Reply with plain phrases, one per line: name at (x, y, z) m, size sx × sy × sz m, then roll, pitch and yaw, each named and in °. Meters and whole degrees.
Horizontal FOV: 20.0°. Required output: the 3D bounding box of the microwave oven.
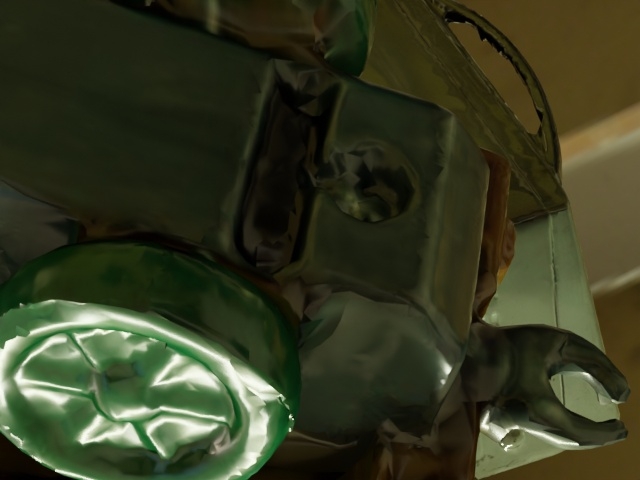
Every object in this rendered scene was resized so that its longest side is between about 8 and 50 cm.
microwave oven at (0.000, 0.000, 1.336) m, size 0.333 × 0.247 × 0.394 m, roll -18°, pitch -142°, yaw -8°

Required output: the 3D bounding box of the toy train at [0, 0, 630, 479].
toy train at (-0.125, 0.011, 0.542) m, size 0.249 × 0.429 × 0.178 m, roll 114°, pitch -8°, yaw -47°
